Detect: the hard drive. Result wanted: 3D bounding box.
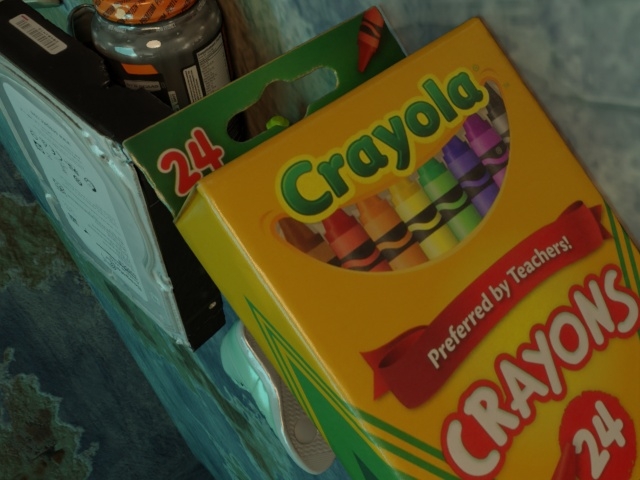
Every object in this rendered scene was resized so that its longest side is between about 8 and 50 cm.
[{"bbox_3d":[-0.211,-0.044,0.677,0.237,0.064,0.339,37,153,21],"label":"hard drive"}]

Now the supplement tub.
[{"bbox_3d":[-0.140,-0.157,0.623,0.117,0.117,0.190,38,151,33],"label":"supplement tub"}]

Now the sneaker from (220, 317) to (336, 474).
[{"bbox_3d":[-0.067,0.234,1.026,0.256,0.094,0.151,63,151,5],"label":"sneaker"}]

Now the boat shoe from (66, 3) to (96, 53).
[{"bbox_3d":[-0.212,-0.138,0.772,0.335,0.121,0.119,48,160,18],"label":"boat shoe"}]

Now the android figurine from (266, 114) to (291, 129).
[{"bbox_3d":[0.000,0.000,0.651,0.248,0.056,0.273,39,153,32],"label":"android figurine"}]

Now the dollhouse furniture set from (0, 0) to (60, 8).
[{"bbox_3d":[-0.459,-0.487,0.814,0.174,0.303,0.355,0,98,13],"label":"dollhouse furniture set"}]

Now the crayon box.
[{"bbox_3d":[0.064,0.019,0.373,0.318,0.202,0.081,54,156,-1],"label":"crayon box"}]
